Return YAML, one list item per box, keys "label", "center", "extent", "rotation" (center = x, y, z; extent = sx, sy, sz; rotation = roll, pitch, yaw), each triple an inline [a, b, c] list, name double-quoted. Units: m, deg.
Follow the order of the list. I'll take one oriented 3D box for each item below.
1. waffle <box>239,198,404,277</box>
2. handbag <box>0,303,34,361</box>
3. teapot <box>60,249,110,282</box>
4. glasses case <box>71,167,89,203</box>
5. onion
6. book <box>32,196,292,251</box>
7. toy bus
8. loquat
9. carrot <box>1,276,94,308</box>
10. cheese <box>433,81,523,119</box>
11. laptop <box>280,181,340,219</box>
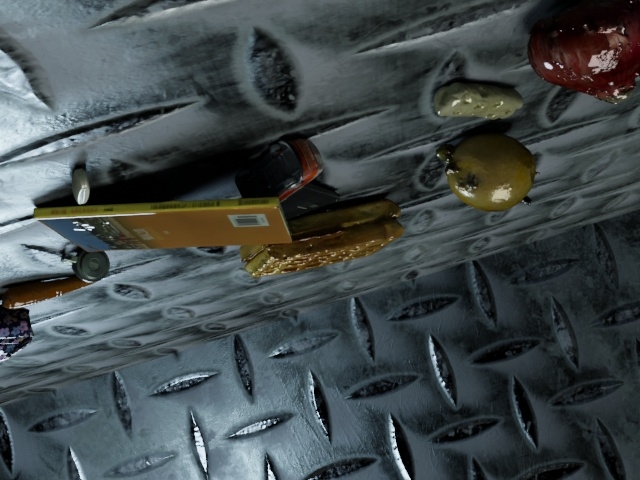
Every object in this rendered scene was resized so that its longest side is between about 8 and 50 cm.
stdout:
- label: "waffle"
  center: [0.000, 0.000, 1.879]
  extent: [0.328, 0.098, 0.224]
  rotation: [-13, 170, -24]
- label: "handbag"
  center: [-0.715, 0.195, 1.719]
  extent: [0.229, 0.126, 0.208]
  rotation: [-14, 172, 32]
- label: "teapot"
  center: [-0.440, 0.042, 1.577]
  extent: [0.088, 0.066, 0.057]
  rotation: [21, 165, -36]
- label: "glasses case"
  center: [-0.340, -0.076, 1.208]
  extent: [0.021, 0.032, 0.083]
  rotation: [-16, 169, -22]
- label: "onion"
  center: [0.373, -0.252, 1.134]
  extent: [0.184, 0.147, 0.184]
  rotation: [-24, -178, 1]
- label: "book"
  center: [-0.240, -0.023, 1.395]
  extent: [0.374, 0.028, 0.262]
  rotation: [-2, 169, 2]
- label: "toy bus"
  center: [-0.064, -0.106, 1.375]
  extent: [0.077, 0.079, 0.174]
  rotation: [-19, 171, -40]
- label: "loquat"
  center: [0.314, -0.134, 1.621]
  extent: [0.204, 0.149, 0.172]
  rotation: [18, -175, -9]
- label: "carrot"
  center: [-0.538, 0.096, 1.726]
  extent: [0.216, 0.048, 0.048]
  rotation: [-15, 170, -37]
- label: "cheese"
  center: [0.254, -0.222, 1.358]
  extent: [0.194, 0.043, 0.065]
  rotation: [-4, 164, -47]
- label: "laptop"
  center: [-0.063, -0.073, 1.640]
  extent: [0.154, 0.026, 0.207]
  rotation: [-22, 168, 19]
